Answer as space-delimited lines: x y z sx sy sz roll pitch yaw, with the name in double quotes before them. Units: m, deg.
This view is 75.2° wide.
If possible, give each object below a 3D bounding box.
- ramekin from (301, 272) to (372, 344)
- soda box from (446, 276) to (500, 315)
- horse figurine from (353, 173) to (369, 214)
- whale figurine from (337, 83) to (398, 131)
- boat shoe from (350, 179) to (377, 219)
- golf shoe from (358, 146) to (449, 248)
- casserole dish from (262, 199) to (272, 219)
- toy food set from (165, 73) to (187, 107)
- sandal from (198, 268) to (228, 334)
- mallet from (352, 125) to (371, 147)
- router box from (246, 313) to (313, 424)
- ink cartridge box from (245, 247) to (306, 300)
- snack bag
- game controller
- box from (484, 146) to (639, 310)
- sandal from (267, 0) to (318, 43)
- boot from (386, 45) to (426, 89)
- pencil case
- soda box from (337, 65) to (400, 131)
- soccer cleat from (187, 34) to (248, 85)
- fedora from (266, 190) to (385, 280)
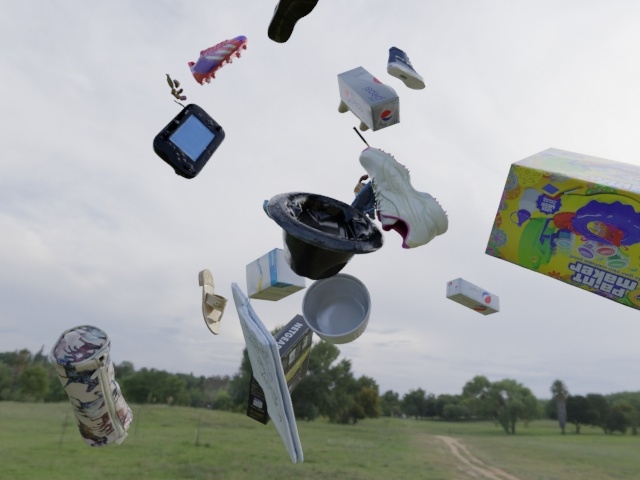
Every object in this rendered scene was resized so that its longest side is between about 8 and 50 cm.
"ramekin" 0.054 0.211 1.250 0.207 0.207 0.109 -1 -34 11
"soda box" 0.586 0.218 1.597 0.216 0.069 0.074 24 -32 -21
"horse figurine" 0.221 -0.227 2.157 0.066 0.263 0.174 -3 12 -44
"whale figurine" 0.203 -0.560 1.716 0.272 0.216 0.141 20 23 33
"boat shoe" 0.136 -0.087 1.276 0.089 0.258 0.109 35 13 10
"golf shoe" 0.181 -0.110 1.053 0.140 0.306 0.115 -36 -21 -9
"casserole dish" -0.155 -0.101 1.637 0.188 0.037 0.114 20 -22 28
"toy food set" -0.524 -0.551 1.530 0.078 0.019 0.122 33 -27 10
"sandal" -0.371 0.209 1.482 0.079 0.240 0.088 -21 -15 18
"mallet" 0.210 -0.432 1.853 0.190 0.039 0.062 47 -5 -28
"router box" -0.129 0.431 1.432 0.081 0.243 0.309 17 22 19
"ink cartridge box" -0.208 0.164 1.909 0.171 0.168 0.232 16 -34 -42
"snack bag" -0.139 0.283 0.964 0.037 0.323 0.342 -18 25 -19
"game controller" -0.424 -0.332 1.364 0.067 0.319 0.166 -22 -58 29
"box" 0.504 -0.038 0.745 0.290 0.177 0.279 24 30 33
"sandal" -0.076 -0.630 1.130 0.090 0.060 0.219 18 -28 -24
"boot" 0.308 -0.604 1.458 0.190 0.086 0.069 13 -12 -41
"pencil case" -0.721 0.477 1.332 0.183 0.160 0.410 23 -54 34
"soda box" 0.152 -0.465 1.347 0.098 0.286 0.091 -21 -46 -6
"soccer cleat" -0.343 -0.611 1.374 0.248 0.083 0.095 -25 -73 34
"fedora" 0.000 0.000 1.043 0.334 0.334 0.153 12 -67 -18
